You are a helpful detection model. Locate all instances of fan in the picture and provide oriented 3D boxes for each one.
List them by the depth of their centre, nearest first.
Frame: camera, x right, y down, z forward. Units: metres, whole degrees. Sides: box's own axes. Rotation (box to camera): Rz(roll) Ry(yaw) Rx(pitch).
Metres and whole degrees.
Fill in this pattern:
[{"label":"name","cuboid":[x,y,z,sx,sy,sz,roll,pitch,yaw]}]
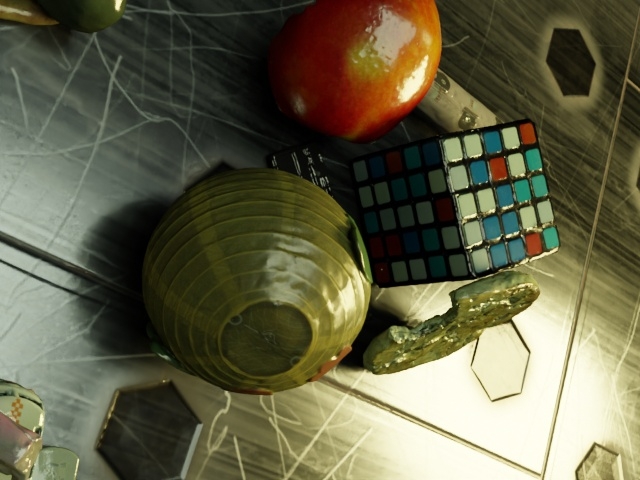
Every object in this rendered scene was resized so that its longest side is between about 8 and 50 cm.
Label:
[{"label":"fan","cuboid":[-0.289,0.351,0.924,0.057,0.023,0.282,15,74,-35]}]

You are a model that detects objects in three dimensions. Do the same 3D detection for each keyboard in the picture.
[{"label":"keyboard","cuboid":[0.000,0.000,1.177,0.087,0.017,0.251,-24,99,-37]}]

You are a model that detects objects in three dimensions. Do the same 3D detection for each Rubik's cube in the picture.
[{"label":"Rubik's cube","cuboid":[0.174,-0.046,1.207,0.184,0.187,0.182,-14,92,-39]}]

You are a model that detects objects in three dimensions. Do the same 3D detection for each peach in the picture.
[{"label":"peach","cuboid":[0.043,-0.237,1.121,0.189,0.196,0.226,14,101,-42]}]

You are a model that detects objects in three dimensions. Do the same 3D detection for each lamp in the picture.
[{"label":"lamp","cuboid":[-0.074,0.030,1.008,0.250,0.284,0.250,-5,122,-8]}]

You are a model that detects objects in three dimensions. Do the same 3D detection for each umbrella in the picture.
[{"label":"umbrella","cuboid":[0.200,-0.174,1.310,0.337,0.073,0.067,32,88,-30]}]

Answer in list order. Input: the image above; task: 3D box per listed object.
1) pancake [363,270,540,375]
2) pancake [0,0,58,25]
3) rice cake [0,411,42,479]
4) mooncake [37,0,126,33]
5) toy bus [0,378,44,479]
[{"label":"pancake","cuboid":[0.164,0.106,1.161,0.253,0.253,0.037,-11,67,-36]},{"label":"pancake","cuboid":[-0.328,-0.350,0.972,0.250,0.031,0.250,1,88,-37]},{"label":"rice cake","cuboid":[-0.364,0.127,0.819,0.269,0.049,0.055,34,45,2]},{"label":"mooncake","cuboid":[-0.231,-0.307,0.964,0.168,0.104,0.175,5,89,-47]},{"label":"toy bus","cuboid":[-0.319,0.228,0.874,0.087,0.089,0.194,22,71,-32]}]
